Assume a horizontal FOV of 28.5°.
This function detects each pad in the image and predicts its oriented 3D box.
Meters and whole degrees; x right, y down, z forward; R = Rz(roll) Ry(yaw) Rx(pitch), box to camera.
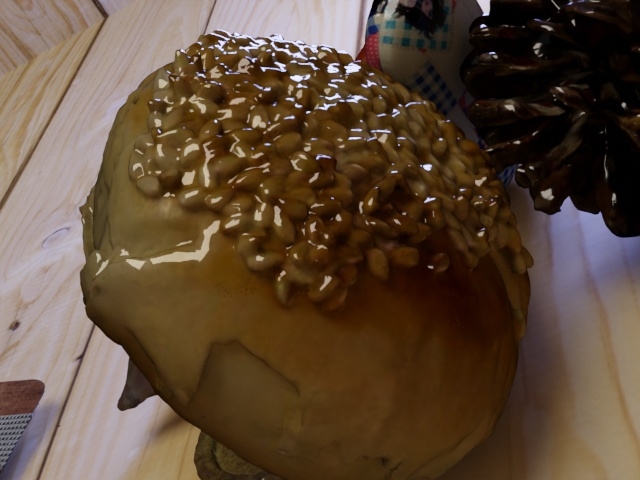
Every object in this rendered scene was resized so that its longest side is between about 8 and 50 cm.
[{"bbox_3d":[-0.349,0.215,1.347,0.323,0.055,0.250,-24,28,30],"label":"pad"}]

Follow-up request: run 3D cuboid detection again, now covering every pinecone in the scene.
[{"bbox_3d":[0.264,-0.134,1.067,0.296,0.242,0.298,-32,33,-23],"label":"pinecone"}]

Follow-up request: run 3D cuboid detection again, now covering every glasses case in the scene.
[{"bbox_3d":[0.125,-0.142,1.189,0.076,0.327,0.125,16,72,32],"label":"glasses case"}]

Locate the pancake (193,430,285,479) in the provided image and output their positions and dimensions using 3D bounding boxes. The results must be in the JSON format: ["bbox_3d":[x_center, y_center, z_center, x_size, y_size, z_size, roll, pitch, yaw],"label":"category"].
[{"bbox_3d":[-0.035,0.164,1.170,0.199,0.021,0.199,-26,26,13],"label":"pancake"}]

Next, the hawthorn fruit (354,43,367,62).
[{"bbox_3d":[0.106,-0.156,1.397,0.202,0.185,0.185,-42,22,18],"label":"hawthorn fruit"}]

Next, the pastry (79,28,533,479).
[{"bbox_3d":[0.000,0.000,0.979,0.245,0.410,0.409,-53,16,26],"label":"pastry"}]

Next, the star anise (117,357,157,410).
[{"bbox_3d":[-0.088,0.038,1.293,0.349,0.109,0.292,-44,6,-15],"label":"star anise"}]
